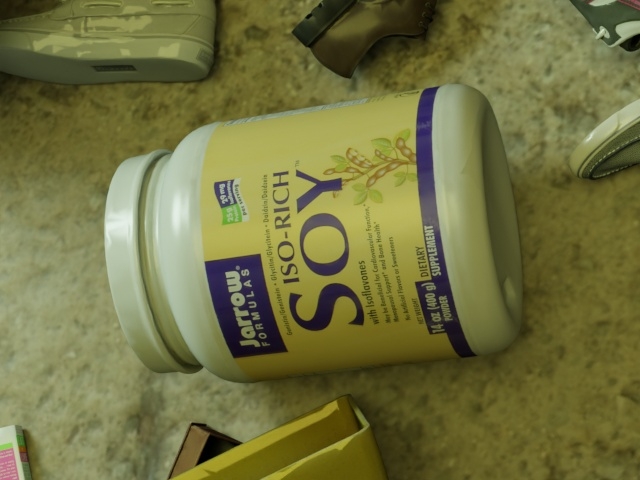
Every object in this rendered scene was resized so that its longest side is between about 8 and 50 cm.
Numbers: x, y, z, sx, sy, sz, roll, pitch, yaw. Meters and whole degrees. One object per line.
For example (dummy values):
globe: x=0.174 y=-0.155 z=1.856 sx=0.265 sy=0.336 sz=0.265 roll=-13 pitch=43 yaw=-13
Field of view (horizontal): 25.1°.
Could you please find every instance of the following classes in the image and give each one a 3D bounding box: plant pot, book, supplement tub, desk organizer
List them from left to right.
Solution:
book: x=-0.334 y=0.267 z=1.443 sx=0.096 sy=0.035 sz=0.144 roll=-15 pitch=76 yaw=10
desk organizer: x=-0.121 y=0.244 z=1.378 sx=0.050 sy=0.047 sz=0.130 roll=22 pitch=87 yaw=16
plant pot: x=-0.022 y=0.274 z=1.252 sx=0.212 sy=0.212 sz=0.187 roll=-26 pitch=92 yaw=-3
supplement tub: x=0.000 y=0.000 z=1.285 sx=0.331 sy=0.241 sz=0.241 roll=-8 pitch=78 yaw=15

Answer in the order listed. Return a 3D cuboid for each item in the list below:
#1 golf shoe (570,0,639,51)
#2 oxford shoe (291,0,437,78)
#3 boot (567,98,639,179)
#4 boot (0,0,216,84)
golf shoe: x=0.256 y=-0.237 z=1.311 sx=0.273 sy=0.105 sz=0.120 roll=24 pitch=111 yaw=40
oxford shoe: x=0.086 y=-0.246 z=1.401 sx=0.227 sy=0.083 sz=0.096 roll=-42 pitch=93 yaw=4
boot: x=0.323 y=-0.091 z=1.297 sx=0.190 sy=0.069 sz=0.086 roll=-33 pitch=67 yaw=8
boot: x=-0.229 y=-0.233 z=1.482 sx=0.258 sy=0.095 sz=0.123 roll=3 pitch=75 yaw=8
